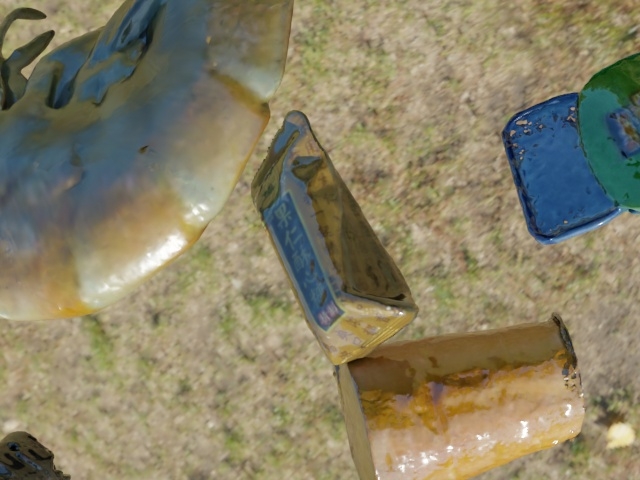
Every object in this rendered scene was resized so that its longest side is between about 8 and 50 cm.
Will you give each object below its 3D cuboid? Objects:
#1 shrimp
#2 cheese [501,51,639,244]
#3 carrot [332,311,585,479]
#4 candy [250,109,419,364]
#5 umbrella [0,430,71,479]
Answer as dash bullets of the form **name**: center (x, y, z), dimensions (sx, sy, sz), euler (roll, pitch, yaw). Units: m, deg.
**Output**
- **shrimp**: center (-0.125, -0.084, 0.411), dimensions (0.296, 0.058, 0.169), euler (30, 83, 35)
- **cheese**: center (0.257, -0.090, 0.622), dimensions (0.321, 0.083, 0.203), euler (-21, 59, 18)
- **carrot**: center (0.156, 0.185, 1.256), dimensions (0.254, 0.196, 0.196), euler (-13, 107, -4)
- **candy**: center (0.000, 0.000, 1.211), dimensions (0.143, 0.101, 0.271), euler (-47, 63, 41)
- **umbrella**: center (-0.293, 0.246, 0.713), dimensions (0.094, 0.326, 0.090), euler (-3, 124, 46)
